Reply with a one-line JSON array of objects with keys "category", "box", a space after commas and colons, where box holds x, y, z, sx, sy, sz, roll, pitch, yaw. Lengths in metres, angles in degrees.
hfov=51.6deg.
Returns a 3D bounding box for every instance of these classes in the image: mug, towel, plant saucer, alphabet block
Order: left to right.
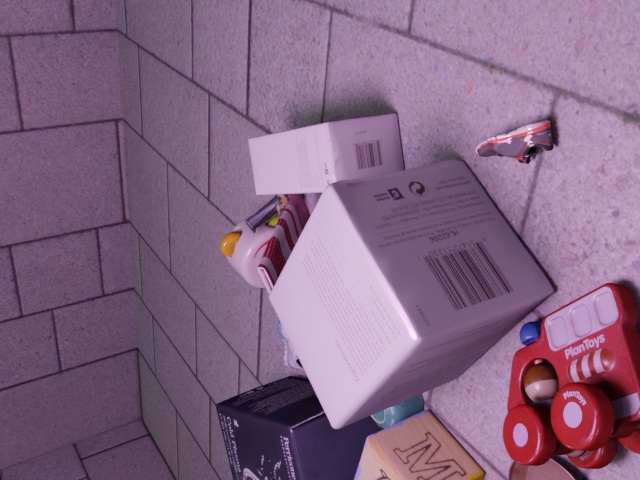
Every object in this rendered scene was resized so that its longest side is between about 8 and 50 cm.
[{"category": "towel", "box": [-0.053, 0.060, 1.588, 0.037, 0.329, 0.237, -14, 119, 21]}, {"category": "mug", "box": [0.172, 0.402, 1.600, 0.129, 0.097, 0.157, 11, 111, 56]}, {"category": "alphabet block", "box": [0.216, 0.538, 1.495, 0.197, 0.193, 0.192, 45, 139, 40]}, {"category": "plant saucer", "box": [0.444, 0.494, 1.259, 0.198, 0.036, 0.198, 30, 128, 49]}]

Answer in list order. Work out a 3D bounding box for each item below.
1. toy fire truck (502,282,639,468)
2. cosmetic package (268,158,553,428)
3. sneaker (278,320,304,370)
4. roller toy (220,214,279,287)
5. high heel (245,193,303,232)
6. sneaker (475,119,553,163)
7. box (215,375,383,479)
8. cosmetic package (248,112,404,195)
[{"category": "toy fire truck", "box": [0.421, 0.236, 1.104, 0.302, 0.169, 0.253, 132, 143, -53]}, {"category": "cosmetic package", "box": [0.149, 0.106, 1.292, 0.327, 0.329, 0.393, 60, 145, 24]}, {"category": "sneaker", "box": [-0.071, 0.308, 1.996, 0.083, 0.071, 0.190, 17, 125, 48]}, {"category": "roller toy", "box": [-0.170, 0.029, 1.904, 0.146, 0.209, 0.191, 37, 152, 48]}, {"category": "high heel", "box": [-0.053, -0.023, 1.767, 0.261, 0.186, 0.093, 47, 169, 16]}, {"category": "sneaker", "box": [0.335, -0.159, 1.150, 0.158, 0.061, 0.064, -15, 96, 60]}, {"category": "box", "box": [-0.024, 0.657, 1.824, 0.472, 0.297, 0.479, -11, 93, 57]}, {"category": "cosmetic package", "box": [0.002, -0.191, 1.541, 0.365, 0.197, 0.155, 5, 107, 56]}]
